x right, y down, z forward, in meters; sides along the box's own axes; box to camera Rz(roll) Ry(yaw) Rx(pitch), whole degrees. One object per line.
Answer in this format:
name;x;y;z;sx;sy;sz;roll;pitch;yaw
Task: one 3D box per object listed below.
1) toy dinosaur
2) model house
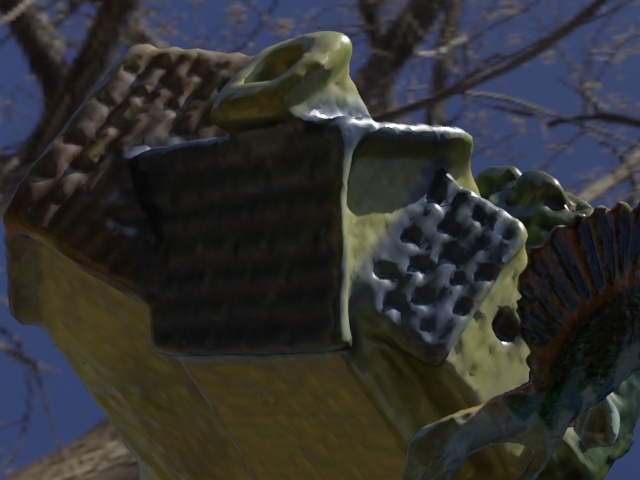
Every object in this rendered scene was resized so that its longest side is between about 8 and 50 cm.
toy dinosaur;0.101;0.023;0.571;0.187;0.106;0.044;-48;-137;7
model house;0.000;0.000;0.963;0.321;0.261;0.266;-5;-50;45
